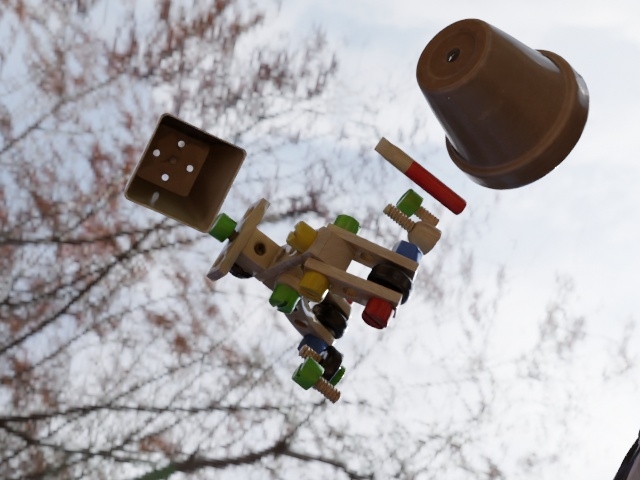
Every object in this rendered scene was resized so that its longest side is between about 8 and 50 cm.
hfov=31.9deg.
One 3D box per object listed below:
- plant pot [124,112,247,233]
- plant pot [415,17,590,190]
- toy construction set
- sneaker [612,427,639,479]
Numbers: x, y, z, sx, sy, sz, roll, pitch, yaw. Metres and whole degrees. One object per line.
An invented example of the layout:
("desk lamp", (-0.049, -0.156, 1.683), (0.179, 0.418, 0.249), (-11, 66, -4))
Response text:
("plant pot", (-0.165, -0.086, 1.319), (0.109, 0.109, 0.096), (25, -174, -20))
("plant pot", (0.281, -0.250, 1.870), (0.229, 0.263, 0.263), (37, -169, -38))
("toy construction set", (0.000, 0.000, 1.416), (0.237, 0.309, 0.257), (39, 177, -8))
("sneaker", (0.434, 0.263, 1.112), (0.257, 0.447, 0.169), (33, -118, 22))
